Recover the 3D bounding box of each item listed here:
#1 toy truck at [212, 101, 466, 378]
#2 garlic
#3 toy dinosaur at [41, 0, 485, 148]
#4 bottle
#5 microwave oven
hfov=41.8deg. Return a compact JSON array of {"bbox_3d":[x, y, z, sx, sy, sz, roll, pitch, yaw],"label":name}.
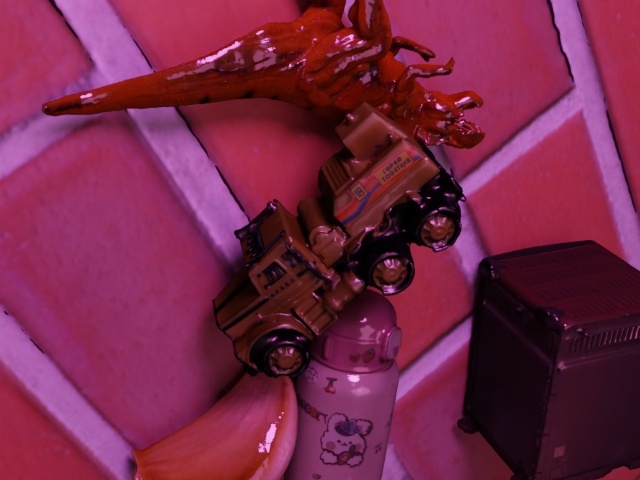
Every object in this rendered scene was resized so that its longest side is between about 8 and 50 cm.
[{"bbox_3d":[0.002,0.004,0.770,0.127,0.127,0.257,37,105,-28],"label":"toy truck"},{"bbox_3d":[-0.083,0.207,0.855,0.206,0.128,0.115,-47,151,-14],"label":"garlic"},{"bbox_3d":[-0.007,-0.180,0.733,0.432,0.097,0.208,6,119,-29],"label":"toy dinosaur"},{"bbox_3d":[0.027,0.164,0.891,0.110,0.110,0.233,-3,113,-30],"label":"bottle"},{"bbox_3d":[0.282,0.141,0.993,0.178,0.188,0.247,-9,119,-22],"label":"microwave oven"}]
